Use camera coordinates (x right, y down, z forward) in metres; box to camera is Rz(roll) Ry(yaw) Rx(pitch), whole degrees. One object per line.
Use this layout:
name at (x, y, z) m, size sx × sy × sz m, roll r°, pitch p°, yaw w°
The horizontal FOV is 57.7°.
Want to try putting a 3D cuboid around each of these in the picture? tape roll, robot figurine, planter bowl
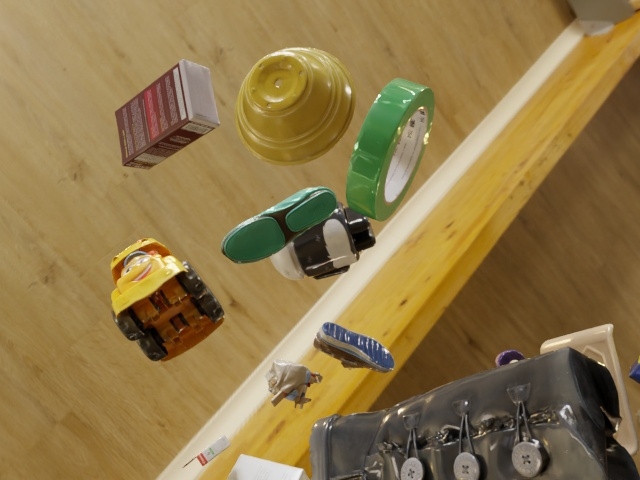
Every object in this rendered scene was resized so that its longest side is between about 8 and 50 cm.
tape roll at (0.164, -0.204, 1.337) m, size 0.077 × 0.321 × 0.321 m, roll 24°, pitch -112°, yaw 18°
robot figurine at (-0.001, -0.003, 1.516) m, size 0.278 × 0.173 × 0.209 m, roll -19°, pitch -92°, yaw 8°
planter bowl at (-0.056, -0.240, 0.952) m, size 0.217 × 0.090 × 0.217 m, roll -3°, pitch -103°, yaw 14°

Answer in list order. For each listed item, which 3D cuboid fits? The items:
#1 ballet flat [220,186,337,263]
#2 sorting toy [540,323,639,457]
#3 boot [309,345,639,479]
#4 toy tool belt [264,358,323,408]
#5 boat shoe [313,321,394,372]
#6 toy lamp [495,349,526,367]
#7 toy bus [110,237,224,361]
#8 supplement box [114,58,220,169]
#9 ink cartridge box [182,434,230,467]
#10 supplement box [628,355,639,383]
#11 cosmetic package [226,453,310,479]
ballet flat at (-0.082, -0.029, 1.122) m, size 0.247 × 0.087 × 0.083 m, roll -29°, pitch -74°, yaw -14°
sorting toy at (0.458, 0.261, 0.996) m, size 0.038 × 0.193 × 0.209 m, roll 3°, pitch -109°, yaw -13°
boot at (0.191, 0.372, 0.757) m, size 0.146 × 0.445 × 0.367 m, roll 16°, pitch -123°, yaw -49°
toy tool belt at (-0.033, 0.168, 0.662) m, size 0.083 × 0.052 × 0.051 m, roll 48°, pitch -126°, yaw -59°
boat shoe at (0.069, 0.234, 1.225) m, size 0.183 × 0.066 × 0.066 m, roll 30°, pitch -146°, yaw -9°
toy lamp at (0.492, 0.312, 1.407) m, size 0.080 × 0.275 × 0.080 m, roll 0°, pitch -95°, yaw -1°
toy bus at (-0.286, 0.072, 0.999) m, size 0.149 × 0.220 × 0.211 m, roll -33°, pitch -119°, yaw -10°
supplement box at (-0.318, -0.250, 1.186) m, size 0.073 × 0.239 × 0.130 m, roll 5°, pitch -111°, yaw -52°
ink cartridge box at (-0.260, 0.492, 1.327) m, size 0.115 × 0.063 × 0.029 m, roll -35°, pitch -102°, yaw -19°
supplement box at (0.645, 0.114, 0.837) m, size 0.357 × 0.194 × 0.195 m, roll -56°, pitch -28°, yaw 11°
cosmetic package at (-0.121, 0.618, 1.347) m, size 0.151 × 0.183 × 0.151 m, roll -57°, pitch -44°, yaw -42°
